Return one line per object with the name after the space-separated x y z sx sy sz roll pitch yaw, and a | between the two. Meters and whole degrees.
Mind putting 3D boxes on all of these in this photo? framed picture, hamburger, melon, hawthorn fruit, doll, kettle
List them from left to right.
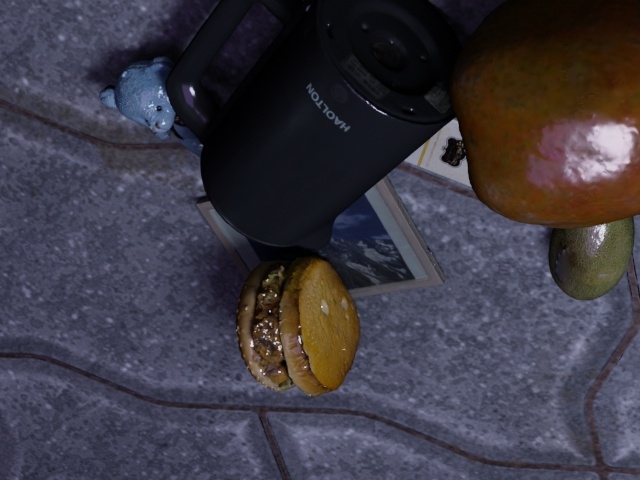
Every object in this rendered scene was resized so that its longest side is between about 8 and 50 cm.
-0.182 -0.149 2.236 0.120 0.075 0.180 -27 119 33 | doll
-0.038 0.113 2.321 0.118 0.191 0.182 -13 98 23 | hamburger
-0.021 -0.151 2.069 0.262 0.203 0.308 24 139 -21 | kettle
0.000 0.000 2.346 0.281 0.019 0.209 -12 127 32 | framed picture
0.325 0.001 2.159 0.099 0.099 0.162 16 133 8 | melon
0.295 -0.140 1.914 0.301 0.267 0.268 -10 128 28 | hawthorn fruit

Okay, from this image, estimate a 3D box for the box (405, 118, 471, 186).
0.151 -0.117 2.167 0.167 0.024 0.090 21 135 2 | box
